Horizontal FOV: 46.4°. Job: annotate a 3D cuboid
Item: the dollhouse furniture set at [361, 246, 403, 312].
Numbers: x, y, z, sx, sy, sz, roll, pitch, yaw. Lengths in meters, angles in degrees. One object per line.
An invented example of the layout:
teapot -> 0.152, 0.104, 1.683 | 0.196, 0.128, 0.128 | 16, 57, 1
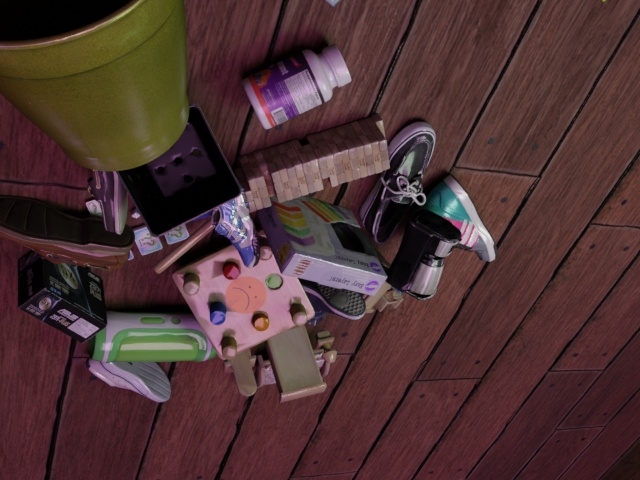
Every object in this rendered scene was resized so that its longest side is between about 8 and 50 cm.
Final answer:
dollhouse furniture set -> 0.145, 0.094, 1.913 | 0.184, 0.129, 0.129 | -2, 137, -54

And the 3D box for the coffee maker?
coffee maker -> 0.217, 0.025, 1.723 | 0.171, 0.120, 0.178 | 18, 120, -1

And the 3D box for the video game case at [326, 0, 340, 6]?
video game case -> -0.006, -0.554, 1.280 | 0.274, 0.026, 0.196 | 28, 117, -40

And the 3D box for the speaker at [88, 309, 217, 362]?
speaker -> -0.399, 0.232, 1.798 | 0.297, 0.131, 0.131 | 4, 130, -25

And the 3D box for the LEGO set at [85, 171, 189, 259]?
LEGO set -> -0.389, -0.050, 1.583 | 0.183, 0.060, 0.244 | -19, 136, -10

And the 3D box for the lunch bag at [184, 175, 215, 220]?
lunch bag -> -0.257, -0.094, 1.562 | 0.067, 0.098, 0.065 | -16, 133, 6

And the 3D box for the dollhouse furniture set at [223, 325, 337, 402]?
dollhouse furniture set -> -0.107, 0.385, 1.958 | 0.303, 0.173, 0.355 | -10, 150, -17

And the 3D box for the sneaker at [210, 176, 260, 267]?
sneaker -> -0.182, -0.032, 1.554 | 0.081, 0.080, 0.211 | -23, 118, -13

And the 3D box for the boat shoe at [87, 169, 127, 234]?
boat shoe -> -0.419, -0.123, 1.453 | 0.069, 0.081, 0.227 | 0, 108, -3

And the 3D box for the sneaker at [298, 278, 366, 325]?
sneaker -> 0.024, 0.164, 1.857 | 0.086, 0.226, 0.163 | -41, 144, -29

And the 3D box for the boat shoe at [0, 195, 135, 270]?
boat shoe -> -0.541, 0.000, 1.517 | 0.307, 0.110, 0.104 | 17, 132, -20

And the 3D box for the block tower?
block tower -> -0.012, -0.166, 1.599 | 0.336, 0.097, 0.091 | -19, 137, -6

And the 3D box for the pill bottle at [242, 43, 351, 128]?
pill bottle -> -0.044, -0.303, 1.444 | 0.194, 0.108, 0.108 | -25, 136, 1

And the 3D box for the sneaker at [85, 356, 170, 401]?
sneaker -> -0.488, 0.342, 1.906 | 0.091, 0.094, 0.258 | -20, 135, 23

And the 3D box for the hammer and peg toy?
hammer and peg toy -> -0.203, 0.081, 1.713 | 0.266, 0.127, 0.361 | -27, 110, 2

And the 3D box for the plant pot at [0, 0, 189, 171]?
plant pot -> -0.360, -0.302, 1.174 | 0.367, 0.366, 0.353 | -18, 147, -6

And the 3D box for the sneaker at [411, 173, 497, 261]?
sneaker -> 0.319, -0.011, 1.858 | 0.178, 0.123, 0.295 | -35, 127, 5

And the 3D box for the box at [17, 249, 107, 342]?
box -> -0.553, 0.113, 1.604 | 0.078, 0.147, 0.180 | -35, 134, 12

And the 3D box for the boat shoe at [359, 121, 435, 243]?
boat shoe -> 0.184, -0.124, 1.710 | 0.113, 0.105, 0.306 | 11, 127, -30

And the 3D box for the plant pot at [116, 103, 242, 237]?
plant pot -> -0.277, -0.141, 1.429 | 0.188, 0.167, 0.187 | -27, 105, -3

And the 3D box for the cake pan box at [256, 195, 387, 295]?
cake pan box -> 0.000, 0.000, 1.653 | 0.267, 0.245, 0.070 | 16, 124, -33
